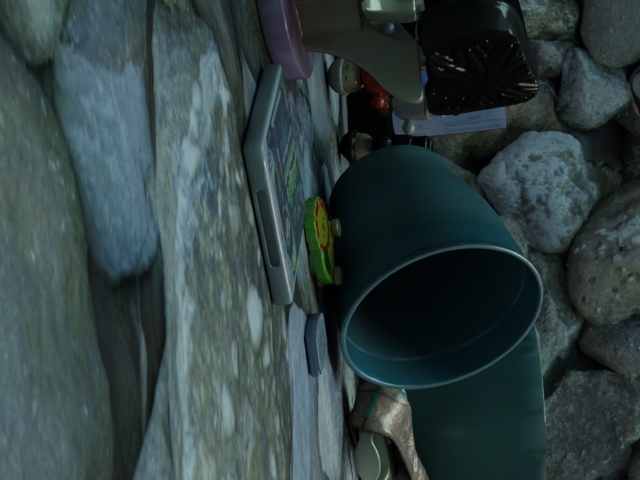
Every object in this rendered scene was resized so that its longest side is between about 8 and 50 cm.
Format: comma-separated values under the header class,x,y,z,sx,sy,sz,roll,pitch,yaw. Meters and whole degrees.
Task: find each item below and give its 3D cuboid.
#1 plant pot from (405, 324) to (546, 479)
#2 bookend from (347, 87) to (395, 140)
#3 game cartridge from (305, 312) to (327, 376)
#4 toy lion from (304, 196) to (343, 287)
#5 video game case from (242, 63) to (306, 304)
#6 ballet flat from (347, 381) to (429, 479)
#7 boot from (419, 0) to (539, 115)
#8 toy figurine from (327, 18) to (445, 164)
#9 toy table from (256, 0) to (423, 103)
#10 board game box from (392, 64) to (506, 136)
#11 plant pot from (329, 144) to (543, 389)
class,x,y,z,sx,sy,sz,roll,pitch,yaw
plant pot,0.221,0.272,1.879,0.293,0.235,0.293,-1,90,-86
bookend,0.098,-0.207,2.178,0.156,0.072,0.157,65,21,-63
game cartridge,-0.005,0.116,1.374,0.083,0.017,0.056,-72,159,-73
toy lion,0.000,0.000,1.453,0.096,0.034,0.100,43,42,-69
video game case,-0.042,-0.059,1.180,0.190,0.022,0.173,-84,167,-59
ballet flat,0.091,0.336,1.733,0.106,0.107,0.316,-60,144,-42
boot,0.170,-0.299,1.333,0.348,0.131,0.260,60,25,-76
toy figurine,0.107,-0.238,1.894,0.209,0.148,0.213,-68,152,-46
toy table,0.026,-0.272,1.338,0.274,0.161,0.252,-67,151,-77
board game box,0.205,-0.263,2.250,0.027,0.281,0.145,-87,169,-53
plant pot,0.125,0.017,1.612,0.271,0.272,0.255,77,-5,-47
